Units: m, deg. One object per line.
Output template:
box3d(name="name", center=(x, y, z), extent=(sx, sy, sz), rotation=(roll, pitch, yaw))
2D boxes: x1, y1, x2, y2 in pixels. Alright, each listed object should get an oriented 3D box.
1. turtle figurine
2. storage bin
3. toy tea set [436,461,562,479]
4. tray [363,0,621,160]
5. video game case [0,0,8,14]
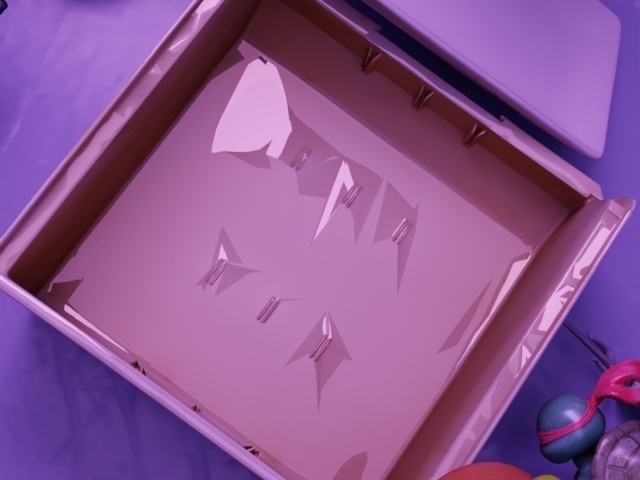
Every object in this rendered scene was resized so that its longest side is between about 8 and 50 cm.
box3d(name="turtle figurine", center=(0.177, 0.160, 0.641), extent=(0.175, 0.118, 0.234), rotation=(-39, 92, -12))
box3d(name="storage bin", center=(0.000, 0.000, 0.637), extent=(0.262, 0.123, 0.260), rotation=(36, 78, 0))
box3d(name="toy tea set", center=(0.095, 0.260, 0.530), extent=(0.200, 0.124, 0.336), rotation=(-34, 114, 0))
box3d(name="tray", center=(0.072, -0.163, 0.678), extent=(0.270, 0.030, 0.145), rotation=(33, 50, -15))
box3d(name="video game case", center=(-0.337, -0.100, 0.596), extent=(0.274, 0.026, 0.196), rotation=(-45, 105, 4))
